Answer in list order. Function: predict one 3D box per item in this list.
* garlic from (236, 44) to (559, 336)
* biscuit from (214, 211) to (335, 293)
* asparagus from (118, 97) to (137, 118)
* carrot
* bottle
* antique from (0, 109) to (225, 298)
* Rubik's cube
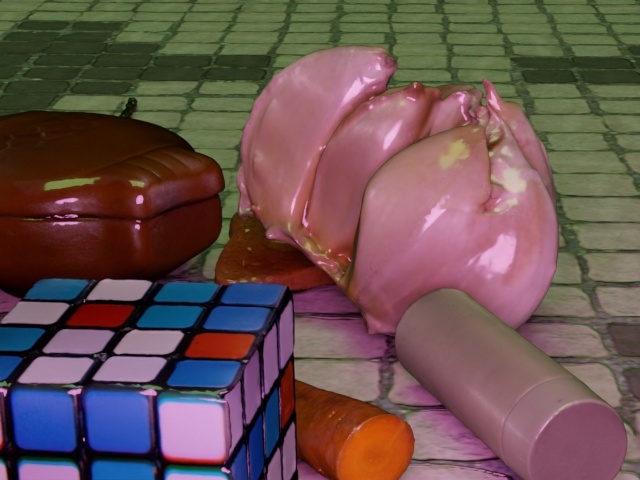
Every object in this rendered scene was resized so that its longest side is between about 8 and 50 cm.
[{"bbox_3d":[0.083,-0.041,1.192,0.185,0.203,0.281,12,24,-41],"label":"garlic"},{"bbox_3d":[0.000,0.000,1.332,0.183,0.043,0.280,11,28,29],"label":"biscuit"},{"bbox_3d":[-0.234,-0.150,1.813,0.016,0.016,0.163,-17,17,11],"label":"asparagus"},{"bbox_3d":[-0.032,0.109,1.007,0.057,0.057,0.224,-14,20,-35],"label":"carrot"},{"bbox_3d":[0.120,0.097,1.000,0.072,0.072,0.201,-7,20,-19],"label":"bottle"},{"bbox_3d":[-0.211,-0.031,1.288,0.278,0.129,0.223,12,22,31],"label":"antique"},{"bbox_3d":[-0.099,0.116,0.816,0.151,0.155,0.154,3,18,9],"label":"Rubik's cube"}]
